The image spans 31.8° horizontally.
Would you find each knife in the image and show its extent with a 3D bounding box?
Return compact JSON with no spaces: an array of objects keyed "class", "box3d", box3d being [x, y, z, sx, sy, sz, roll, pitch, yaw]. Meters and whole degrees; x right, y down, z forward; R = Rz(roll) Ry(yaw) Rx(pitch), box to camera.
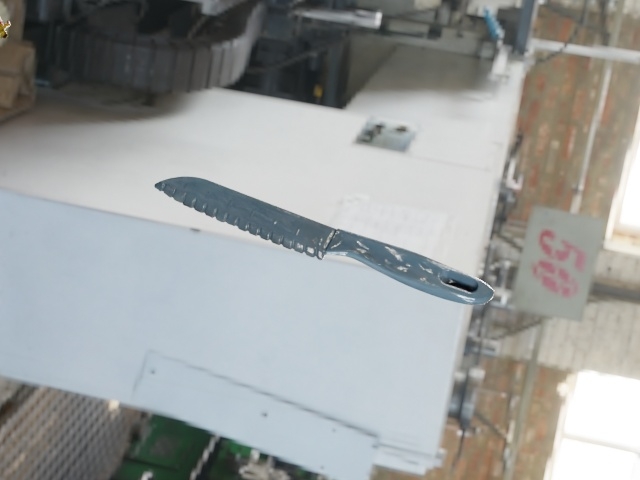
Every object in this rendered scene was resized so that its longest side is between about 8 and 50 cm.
[{"class":"knife","box3d":[0.000,0.000,0.982,0.019,0.313,0.044,99,15,-50]}]

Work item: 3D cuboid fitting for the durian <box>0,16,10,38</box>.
[{"class":"durian","box3d":[-0.333,-0.227,0.893,0.102,0.208,0.146,-50,-168,-9]}]
